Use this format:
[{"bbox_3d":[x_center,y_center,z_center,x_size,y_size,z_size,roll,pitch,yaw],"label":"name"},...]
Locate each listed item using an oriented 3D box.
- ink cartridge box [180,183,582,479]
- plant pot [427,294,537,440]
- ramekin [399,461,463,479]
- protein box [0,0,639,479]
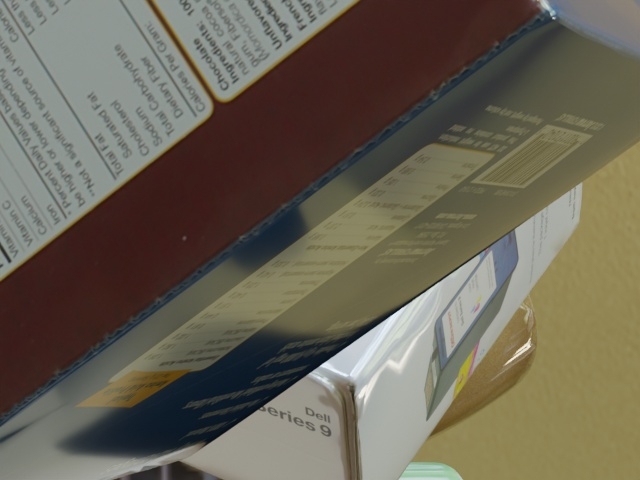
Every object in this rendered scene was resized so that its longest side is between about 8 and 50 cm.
[{"bbox_3d":[0.000,0.000,0.744,0.154,0.212,0.093,18,-45,24],"label":"ink cartridge box"},{"bbox_3d":[0.071,0.134,1.898,0.237,0.254,0.237,20,-52,28],"label":"plant pot"},{"bbox_3d":[0.041,0.307,1.312,0.148,0.303,0.303,-4,-48,-4],"label":"ramekin"},{"bbox_3d":[-0.035,-0.040,0.448,0.201,0.136,0.200,-36,-12,17],"label":"protein box"}]
